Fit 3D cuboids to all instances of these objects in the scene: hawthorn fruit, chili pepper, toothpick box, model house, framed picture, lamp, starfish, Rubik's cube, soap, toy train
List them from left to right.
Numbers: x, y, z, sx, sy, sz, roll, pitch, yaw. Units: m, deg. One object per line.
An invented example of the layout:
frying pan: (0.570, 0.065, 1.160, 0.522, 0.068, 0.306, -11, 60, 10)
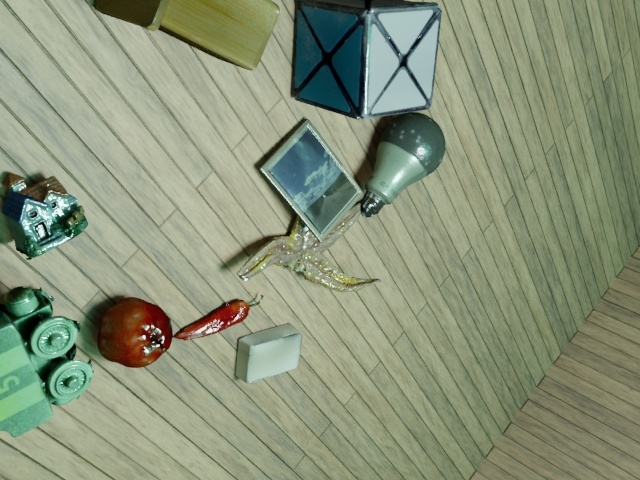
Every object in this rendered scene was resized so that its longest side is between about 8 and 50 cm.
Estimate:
toy train: (-0.599, 0.240, 1.637, 0.238, 0.167, 0.299, -28, 127, -25)
model house: (-0.546, -0.067, 1.576, 0.148, 0.119, 0.149, -33, 122, -29)
hawthorn fruit: (-0.398, 0.210, 1.794, 0.157, 0.194, 0.157, -14, 109, -46)
toothpick box: (-0.248, -0.470, 1.619, 0.308, 0.190, 0.187, 16, 98, -52)
chili pepper: (-0.248, 0.198, 2.042, 0.268, 0.050, 0.059, -23, 140, -35)
soap: (-0.137, 0.303, 2.193, 0.183, 0.064, 0.121, -11, 118, -41)
framed picture: (-0.020, -0.149, 2.042, 0.189, 0.023, 0.260, -49, 116, -21)
starfish: (-0.006, 0.001, 2.128, 0.398, 0.132, 0.384, 32, 77, -33)
Rubik's cube: (0.103, -0.442, 1.920, 0.255, 0.259, 0.260, -15, 116, -41)
lamp: (0.209, -0.210, 2.174, 0.314, 0.182, 0.182, -50, 137, -27)
